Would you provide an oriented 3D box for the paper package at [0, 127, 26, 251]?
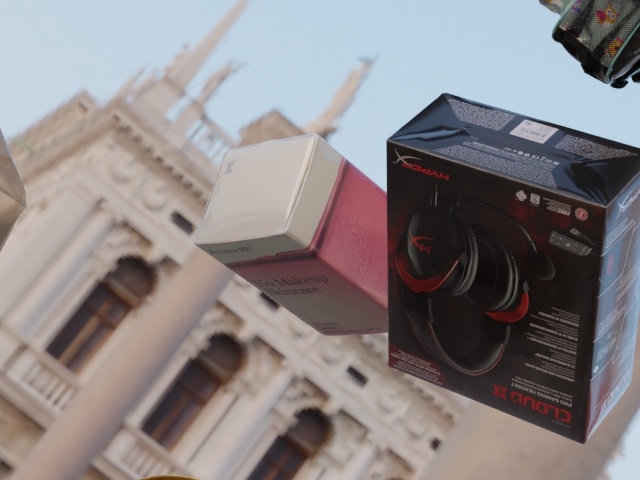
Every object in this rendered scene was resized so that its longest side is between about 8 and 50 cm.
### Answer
[{"bbox_3d":[-0.385,0.006,0.915,0.325,0.309,0.168,-49,-125,50],"label":"paper package"}]

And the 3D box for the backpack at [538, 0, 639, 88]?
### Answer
[{"bbox_3d":[0.319,-0.262,1.409,0.144,0.166,0.188,50,-59,17],"label":"backpack"}]

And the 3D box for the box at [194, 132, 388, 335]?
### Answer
[{"bbox_3d":[0.000,0.000,1.600,0.148,0.127,0.232,-7,-33,43],"label":"box"}]

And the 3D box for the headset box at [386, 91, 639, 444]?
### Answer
[{"bbox_3d":[0.178,0.037,1.324,0.218,0.110,0.293,20,-49,29],"label":"headset box"}]

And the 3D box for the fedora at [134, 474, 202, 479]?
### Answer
[{"bbox_3d":[-0.145,0.316,1.366,0.194,0.194,0.079,36,-5,4],"label":"fedora"}]
